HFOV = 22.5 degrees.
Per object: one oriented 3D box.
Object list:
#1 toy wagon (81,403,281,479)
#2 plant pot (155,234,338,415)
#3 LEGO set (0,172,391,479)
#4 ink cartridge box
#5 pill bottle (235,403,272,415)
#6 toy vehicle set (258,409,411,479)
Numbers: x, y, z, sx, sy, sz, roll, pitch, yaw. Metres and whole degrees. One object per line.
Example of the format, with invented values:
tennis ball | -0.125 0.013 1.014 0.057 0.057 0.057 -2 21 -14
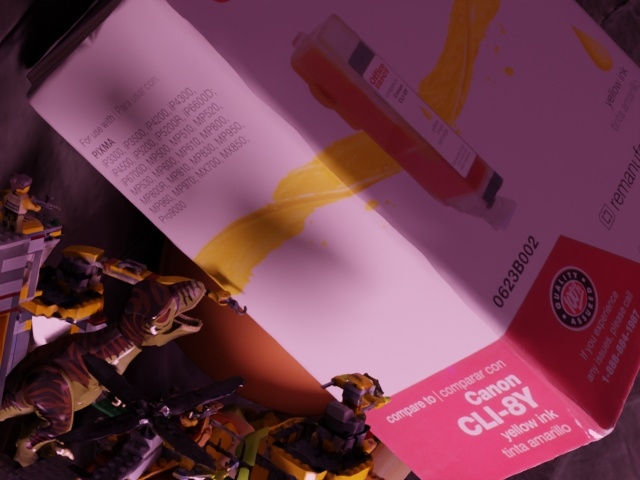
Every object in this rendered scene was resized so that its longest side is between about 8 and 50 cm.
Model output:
toy wagon | -0.138 0.201 1.155 0.267 0.068 0.344 -24 -167 33
plant pot | 0.000 0.000 1.276 0.203 0.291 0.291 -58 172 32
LEGO set | -0.116 0.057 0.887 0.255 0.331 0.192 -10 122 -45
ink cartridge box | 0.048 -0.071 1.037 0.160 0.385 0.279 -33 -163 48
pill bottle | -0.060 0.338 1.325 0.407 0.229 0.229 -91 -168 -59
toy vehicle set | -0.048 0.214 1.221 0.267 0.166 0.035 -43 117 -46
